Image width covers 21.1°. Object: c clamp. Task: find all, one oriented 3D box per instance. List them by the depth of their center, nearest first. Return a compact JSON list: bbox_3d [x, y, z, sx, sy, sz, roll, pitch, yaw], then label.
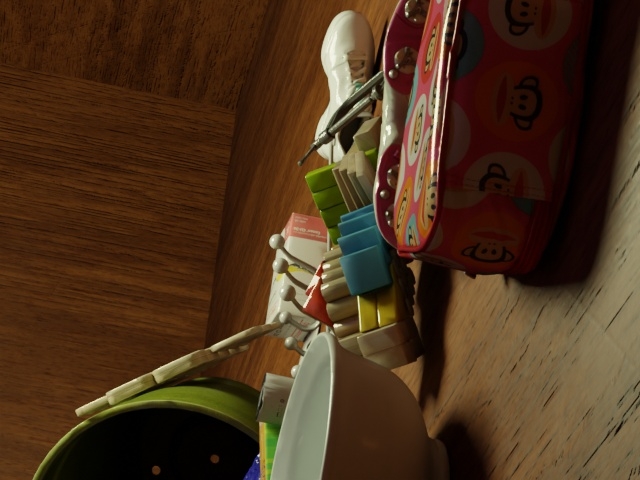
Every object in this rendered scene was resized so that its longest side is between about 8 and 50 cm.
[{"bbox_3d":[0.046,-0.167,2.196,0.160,0.022,0.137,-40,12,30],"label":"c clamp"}]

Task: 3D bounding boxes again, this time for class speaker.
[{"bbox_3d":[0.000,0.185,1.888,0.055,0.136,0.055,-168,90,-87],"label":"speaker"}]

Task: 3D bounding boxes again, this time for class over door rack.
[{"bbox_3d":[0.000,0.000,2.246,0.239,0.108,0.324,-107,29,-72],"label":"over door rack"}]

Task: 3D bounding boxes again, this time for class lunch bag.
[{"bbox_3d":[0.132,-0.117,1.431,0.258,0.120,0.293,174,106,-82],"label":"lunch bag"}]

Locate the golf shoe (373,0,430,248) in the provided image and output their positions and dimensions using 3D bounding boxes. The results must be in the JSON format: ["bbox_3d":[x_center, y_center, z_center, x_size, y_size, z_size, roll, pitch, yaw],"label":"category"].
[{"bbox_3d":[0.105,-0.139,1.700,0.140,0.115,0.306,-174,97,-85],"label":"golf shoe"}]

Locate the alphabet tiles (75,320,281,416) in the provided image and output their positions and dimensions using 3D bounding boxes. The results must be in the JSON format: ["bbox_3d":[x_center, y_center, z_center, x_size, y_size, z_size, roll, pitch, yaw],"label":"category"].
[{"bbox_3d":[-0.189,0.179,2.352,0.021,0.278,0.284,66,-170,4],"label":"alphabet tiles"}]

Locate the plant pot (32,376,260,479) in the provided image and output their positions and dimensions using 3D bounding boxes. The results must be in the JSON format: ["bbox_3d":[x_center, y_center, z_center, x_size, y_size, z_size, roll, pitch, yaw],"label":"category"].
[{"bbox_3d":[-0.166,0.338,2.252,0.353,0.366,0.366,-60,-17,-78],"label":"plant pot"}]

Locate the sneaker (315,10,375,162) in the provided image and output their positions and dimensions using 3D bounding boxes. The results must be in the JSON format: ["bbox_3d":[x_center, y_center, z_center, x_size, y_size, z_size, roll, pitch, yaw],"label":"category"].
[{"bbox_3d":[0.046,-0.210,2.382,0.094,0.080,0.212,-150,64,-69],"label":"sneaker"}]

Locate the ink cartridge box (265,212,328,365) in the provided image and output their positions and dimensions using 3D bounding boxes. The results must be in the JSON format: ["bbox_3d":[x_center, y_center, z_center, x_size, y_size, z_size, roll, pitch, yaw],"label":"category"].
[{"bbox_3d":[-0.035,0.074,2.523,0.115,0.067,0.198,120,159,-66],"label":"ink cartridge box"}]

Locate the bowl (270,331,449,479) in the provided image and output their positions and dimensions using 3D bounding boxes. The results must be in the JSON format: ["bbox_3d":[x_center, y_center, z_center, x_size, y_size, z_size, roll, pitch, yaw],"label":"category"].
[{"bbox_3d":[0.036,0.241,1.571,0.298,0.134,0.298,-168,90,-83],"label":"bowl"}]

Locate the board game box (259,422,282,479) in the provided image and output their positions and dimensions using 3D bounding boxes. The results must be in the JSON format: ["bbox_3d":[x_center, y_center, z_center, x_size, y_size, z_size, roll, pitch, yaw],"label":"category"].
[{"bbox_3d":[-0.003,0.246,1.863,0.259,0.124,0.039,-97,20,-67],"label":"board game box"}]

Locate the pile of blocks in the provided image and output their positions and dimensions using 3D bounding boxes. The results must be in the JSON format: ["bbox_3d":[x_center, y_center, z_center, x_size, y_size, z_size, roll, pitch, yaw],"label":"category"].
[{"bbox_3d":[0.026,0.007,1.798,0.362,0.112,0.149,-90,-25,-52],"label":"pile of blocks"}]

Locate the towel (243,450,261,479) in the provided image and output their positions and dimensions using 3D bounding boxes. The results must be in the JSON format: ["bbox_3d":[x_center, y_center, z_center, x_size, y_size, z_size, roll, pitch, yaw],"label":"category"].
[{"bbox_3d":[-0.090,0.375,1.946,0.308,0.076,0.227,-60,16,18],"label":"towel"}]
